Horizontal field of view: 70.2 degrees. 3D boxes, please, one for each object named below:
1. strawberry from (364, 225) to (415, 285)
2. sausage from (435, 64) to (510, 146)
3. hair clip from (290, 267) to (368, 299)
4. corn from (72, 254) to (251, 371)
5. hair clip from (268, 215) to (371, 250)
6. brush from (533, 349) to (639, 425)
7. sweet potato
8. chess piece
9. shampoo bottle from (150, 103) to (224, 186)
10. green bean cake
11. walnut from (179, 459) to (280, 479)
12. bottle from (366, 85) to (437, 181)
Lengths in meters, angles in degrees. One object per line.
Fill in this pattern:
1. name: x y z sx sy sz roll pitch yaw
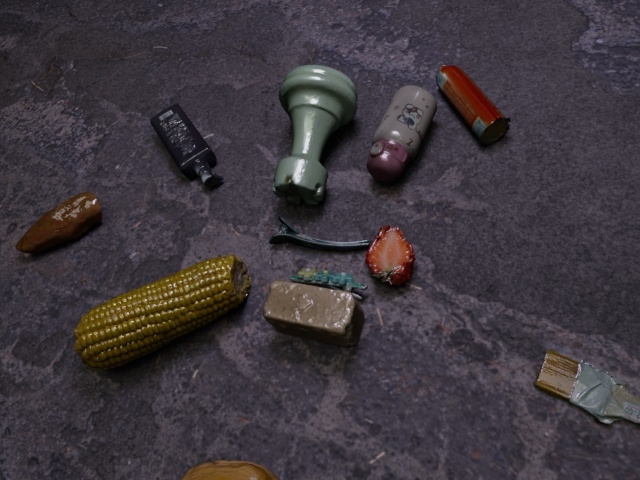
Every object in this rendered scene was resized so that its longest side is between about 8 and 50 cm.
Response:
1. strawberry: 0.147 0.034 0.942 0.104 0.048 0.152 -3 46 22
2. sausage: 0.349 -0.341 1.085 0.083 0.083 0.264 -23 56 1
3. hair clip: 0.017 0.082 0.955 0.173 0.049 0.049 11 64 22
4. corn: -0.331 0.150 0.949 0.387 0.144 0.144 -24 57 2
5. hair clip: 0.000 0.000 1.012 0.230 0.039 0.070 13 65 16
6. brush: 0.518 0.276 0.712 0.337 0.020 0.085 22 68 25
7. sweet potato: -0.678 -0.038 1.189 0.252 0.097 0.097 -33 57 1
8. chess piece: -0.025 -0.239 1.079 0.195 0.194 0.299 5 71 18
9. shampoo bottle: -0.359 -0.251 1.229 0.098 0.071 0.309 -34 58 -7
10. green bean cake: -0.013 0.143 0.883 0.179 0.109 0.085 9 63 19
11. walnut: -0.145 0.433 0.717 0.197 0.165 0.165 -6 59 8
12. bottle: 0.182 -0.241 1.054 0.110 0.110 0.233 18 66 24
